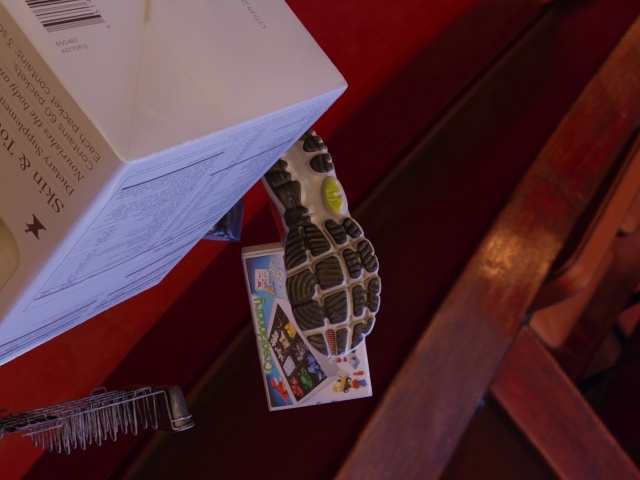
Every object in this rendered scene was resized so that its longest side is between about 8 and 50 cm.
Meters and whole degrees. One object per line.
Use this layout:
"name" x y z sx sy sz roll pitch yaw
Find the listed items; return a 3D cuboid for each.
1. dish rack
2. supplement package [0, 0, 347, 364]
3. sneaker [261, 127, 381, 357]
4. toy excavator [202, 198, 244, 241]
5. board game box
"dish rack" -0.347 0.264 1.221 0.271 0.208 0.074 -8 86 -36
"supplement package" -0.168 -0.075 0.534 0.199 0.262 0.198 53 40 5
"sneaker" 0.000 0.000 0.979 0.107 0.118 0.279 -12 76 -3
"toy excavator" -0.360 -0.144 1.036 0.445 0.432 0.223 12 84 -42
"board game box" -0.022 0.147 1.497 0.192 0.053 0.305 -8 107 0
